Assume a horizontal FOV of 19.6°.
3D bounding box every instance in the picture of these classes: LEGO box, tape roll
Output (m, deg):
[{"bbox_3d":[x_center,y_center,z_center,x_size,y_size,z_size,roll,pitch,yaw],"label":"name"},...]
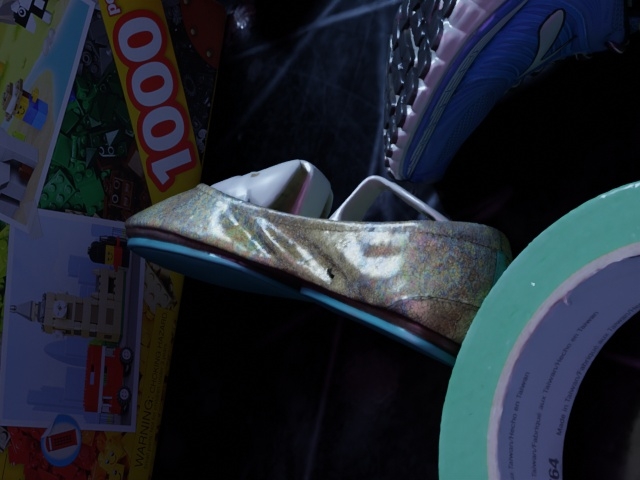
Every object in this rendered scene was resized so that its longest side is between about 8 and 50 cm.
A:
[{"bbox_3d":[-0.300,-0.003,1.459,0.193,0.372,0.500,-4,73,42],"label":"LEGO box"},{"bbox_3d":[0.219,0.122,1.130,0.321,0.077,0.321,-18,63,39],"label":"tape roll"}]

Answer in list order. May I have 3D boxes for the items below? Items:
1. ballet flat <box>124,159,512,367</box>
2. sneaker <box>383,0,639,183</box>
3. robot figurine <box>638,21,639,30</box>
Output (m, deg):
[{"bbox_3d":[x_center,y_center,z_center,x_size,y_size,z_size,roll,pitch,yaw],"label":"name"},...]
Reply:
[{"bbox_3d":[0.000,0.000,1.358,0.348,0.123,0.123,17,87,43],"label":"ballet flat"},{"bbox_3d":[0.146,-0.148,1.258,0.130,0.147,0.330,-87,23,-44],"label":"sneaker"},{"bbox_3d":[0.255,-0.127,1.192,0.101,0.067,0.115,30,96,57],"label":"robot figurine"}]
